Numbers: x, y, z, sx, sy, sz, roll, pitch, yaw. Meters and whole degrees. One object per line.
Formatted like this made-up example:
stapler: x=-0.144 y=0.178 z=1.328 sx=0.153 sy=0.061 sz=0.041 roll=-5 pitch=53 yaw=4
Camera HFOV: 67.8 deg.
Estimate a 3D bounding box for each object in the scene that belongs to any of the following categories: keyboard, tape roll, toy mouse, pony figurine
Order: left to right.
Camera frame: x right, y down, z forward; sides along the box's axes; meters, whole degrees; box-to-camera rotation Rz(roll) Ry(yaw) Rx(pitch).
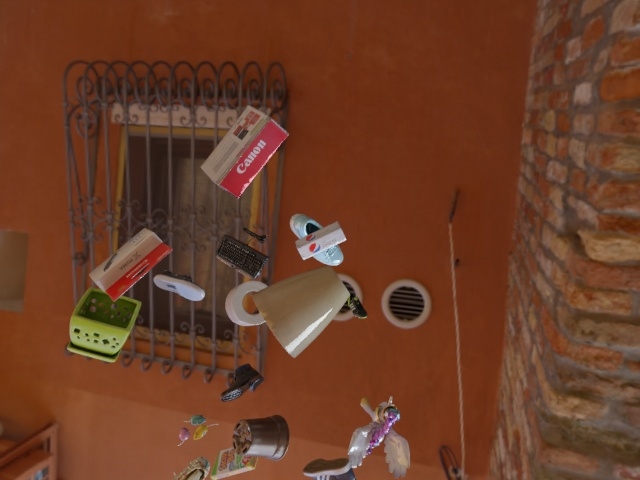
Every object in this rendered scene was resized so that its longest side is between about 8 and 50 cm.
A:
toy mouse: x=-0.506 y=0.728 z=1.868 sx=0.161 sy=0.031 sz=0.143 roll=-33 pitch=-149 yaw=-30
keyboard: x=-0.342 y=0.036 z=2.127 sx=0.317 sy=0.201 sz=0.033 roll=24 pitch=174 yaw=40
tape roll: x=-0.396 y=0.354 z=2.672 sx=0.246 sy=0.246 sz=0.169 roll=2 pitch=169 yaw=-23
pony figurine: x=0.276 y=0.940 z=2.336 sx=0.303 sy=0.350 sz=0.363 roll=15 pitch=161 yaw=-8

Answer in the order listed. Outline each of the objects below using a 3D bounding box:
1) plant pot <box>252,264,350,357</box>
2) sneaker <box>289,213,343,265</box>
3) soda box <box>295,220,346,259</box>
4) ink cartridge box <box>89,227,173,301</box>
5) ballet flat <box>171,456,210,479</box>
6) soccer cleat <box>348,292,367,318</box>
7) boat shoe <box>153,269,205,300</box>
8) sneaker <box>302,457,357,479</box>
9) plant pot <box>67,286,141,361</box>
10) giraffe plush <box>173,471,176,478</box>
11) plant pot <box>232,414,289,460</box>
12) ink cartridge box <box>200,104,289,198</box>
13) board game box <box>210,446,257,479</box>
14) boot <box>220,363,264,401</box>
plant pot: x=-0.046 y=0.212 z=1.615 sx=0.274 sy=0.256 sz=0.256 roll=-34 pitch=-169 yaw=-4
sneaker: x=0.000 y=0.016 z=2.351 sx=0.366 sy=0.135 sz=0.150 roll=41 pitch=172 yaw=-29
soda box: x=0.000 y=0.000 z=2.140 sx=0.216 sy=0.073 sz=0.069 roll=-26 pitch=-147 yaw=4
ink cartridge box: x=-0.761 y=0.085 z=1.905 sx=0.296 sy=0.066 sz=0.261 roll=-45 pitch=-148 yaw=-20
ballet flat: x=-0.471 y=0.840 z=1.613 sx=0.091 sy=0.241 sz=0.077 roll=42 pitch=170 yaw=-10
soccer cleat: x=0.175 y=0.316 z=2.304 sx=0.060 sy=0.072 sz=0.179 roll=-9 pitch=-157 yaw=-16
boat shoe: x=-0.526 y=0.163 z=1.816 sx=0.229 sy=0.080 sz=0.076 roll=11 pitch=-141 yaw=24
sneaker: x=0.047 y=1.076 z=2.151 sx=0.282 sy=0.153 sz=0.099 roll=-26 pitch=-176 yaw=39
plant pot: x=-0.902 y=0.359 z=1.975 sx=0.227 sy=0.207 sz=0.228 roll=20 pitch=-157 yaw=-15
giraffe plush: x=-0.620 y=1.027 z=1.821 sx=0.171 sy=0.210 sz=0.181 roll=-10 pitch=162 yaw=-32
plant pot: x=-0.232 y=0.745 z=1.805 sx=0.165 sy=0.166 sz=0.167 roll=21 pitch=174 yaw=-39
ink cartridge box: x=-0.276 y=-0.323 z=1.766 sx=0.130 sy=0.309 sz=0.272 roll=37 pitch=-177 yaw=-34
board game box: x=-0.371 y=0.945 z=2.049 sx=0.260 sy=0.039 sz=0.124 roll=-30 pitch=-156 yaw=27
boot: x=-0.365 y=0.622 z=2.093 sx=0.219 sy=0.082 sz=0.106 roll=-15 pitch=-132 yaw=-42
